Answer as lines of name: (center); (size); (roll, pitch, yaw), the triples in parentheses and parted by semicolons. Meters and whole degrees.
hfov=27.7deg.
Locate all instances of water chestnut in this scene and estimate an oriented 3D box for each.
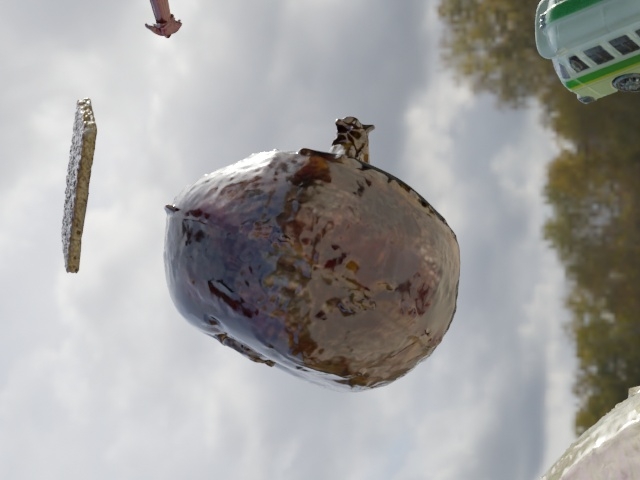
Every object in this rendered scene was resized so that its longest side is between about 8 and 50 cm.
water chestnut: (0.000, 0.000, 1.440); (0.302, 0.350, 0.350); (-68, -25, -13)

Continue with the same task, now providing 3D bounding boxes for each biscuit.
biscuit: (-0.343, -0.078, 1.835); (0.131, 0.025, 0.231); (-119, 37, -60)

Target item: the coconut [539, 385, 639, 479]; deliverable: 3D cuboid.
coconut: (0.260, 0.204, 0.787); (0.254, 0.297, 0.297); (63, -178, 35)

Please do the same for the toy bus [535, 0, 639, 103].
toy bus: (0.417, -0.294, 1.702); (0.165, 0.276, 0.133); (22, -118, -39)

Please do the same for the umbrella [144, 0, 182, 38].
umbrella: (-0.131, -0.215, 0.993); (0.027, 0.025, 0.165); (-41, -30, -22)
